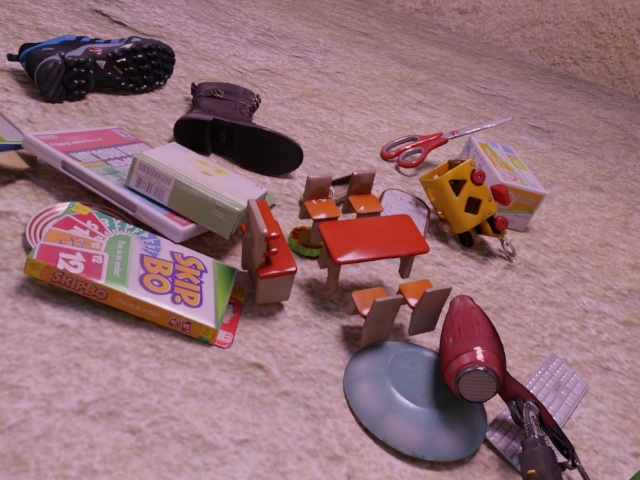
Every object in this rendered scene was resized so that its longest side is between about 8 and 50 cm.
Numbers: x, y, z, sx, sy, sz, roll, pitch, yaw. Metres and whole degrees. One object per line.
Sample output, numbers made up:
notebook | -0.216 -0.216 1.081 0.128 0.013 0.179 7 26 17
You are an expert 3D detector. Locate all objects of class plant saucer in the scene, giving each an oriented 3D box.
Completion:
plant saucer | 0.127 0.187 0.758 0.194 0.037 0.195 12 32 -8

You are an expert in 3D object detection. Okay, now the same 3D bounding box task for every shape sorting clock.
shape sorting clock | -0.497 -0.170 0.841 0.206 0.040 0.206 43 3 -3

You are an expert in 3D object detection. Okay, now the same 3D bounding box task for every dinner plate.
dinner plate | -0.318 -0.005 0.800 0.141 0.017 0.141 15 33 -10

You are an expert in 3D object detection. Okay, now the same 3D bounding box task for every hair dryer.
hair dryer | 0.224 0.191 0.749 0.223 0.080 0.294 35 28 -52

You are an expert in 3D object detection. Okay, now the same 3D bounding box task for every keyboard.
keyboard | 0.307 0.232 0.830 0.072 0.014 0.256 39 37 24

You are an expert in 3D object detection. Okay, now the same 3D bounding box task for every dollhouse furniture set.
dollhouse furniture set | 0.026 0.003 0.831 0.259 0.135 0.262 -8 46 -21

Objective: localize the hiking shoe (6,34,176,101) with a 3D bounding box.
hiking shoe | -0.420 -0.355 1.142 0.132 0.113 0.304 40 37 23

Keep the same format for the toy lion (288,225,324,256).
toy lion | 0.000 0.000 0.967 0.096 0.034 0.100 25 33 17

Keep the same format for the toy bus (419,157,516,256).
toy bus | 0.266 -0.055 1.115 0.104 0.191 0.202 -31 57 -8

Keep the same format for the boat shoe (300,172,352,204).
boat shoe | 0.024 -0.094 1.091 0.153 0.048 0.056 -15 49 -43

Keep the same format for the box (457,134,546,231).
box | 0.380 -0.127 1.292 0.114 0.103 0.203 10 35 -17

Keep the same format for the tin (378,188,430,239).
tin | 0.146 -0.038 1.097 0.106 0.040 0.190 20 33 4

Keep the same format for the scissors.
scissors | 0.278 -0.238 1.331 0.297 0.021 0.109 -27 40 -11

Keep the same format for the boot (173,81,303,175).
boot | -0.147 -0.238 1.157 0.262 0.091 0.229 17 34 -5

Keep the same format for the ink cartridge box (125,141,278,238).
ink cartridge box | -0.162 -0.093 0.916 0.171 0.056 0.235 27 24 5

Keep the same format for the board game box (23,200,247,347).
board game box | -0.218 0.043 0.756 0.259 0.039 0.124 25 34 -12

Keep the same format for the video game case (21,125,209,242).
video game case | -0.272 -0.097 0.912 0.285 0.025 0.204 30 22 11

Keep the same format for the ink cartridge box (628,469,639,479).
ink cartridge box | 0.379 0.365 0.619 0.153 0.087 0.208 35 35 18
